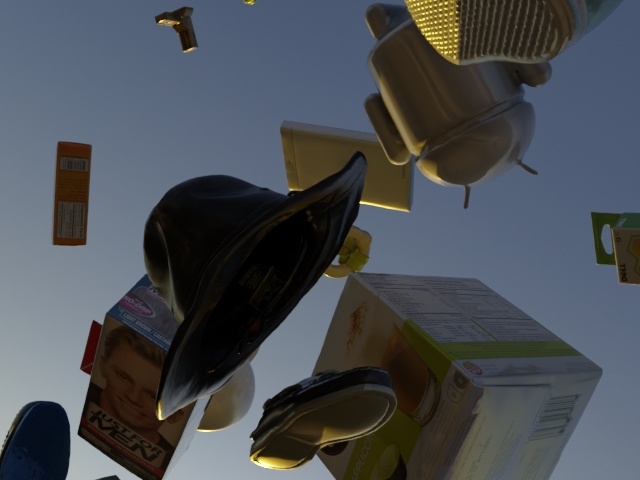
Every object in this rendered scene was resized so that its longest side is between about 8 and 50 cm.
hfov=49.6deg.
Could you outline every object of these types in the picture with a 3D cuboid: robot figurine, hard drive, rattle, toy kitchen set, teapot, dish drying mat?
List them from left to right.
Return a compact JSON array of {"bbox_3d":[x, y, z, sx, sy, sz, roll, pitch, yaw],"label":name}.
[{"bbox_3d":[-0.353,0.168,1.073,0.032,0.008,0.083,23,-78,31],"label":"dish drying mat"},{"bbox_3d":[-0.299,-0.459,1.502,0.068,0.083,0.075,-12,-87,30],"label":"toy kitchen set"},{"bbox_3d":[-0.256,0.300,1.604,0.253,0.256,0.187,9,-68,-14],"label":"teapot"},{"bbox_3d":[0.000,0.000,1.490,0.200,0.142,0.130,-1,-45,-20],"label":"rattle"},{"bbox_3d":[0.074,-0.197,1.855,0.353,0.047,0.233,11,-39,14],"label":"hard drive"},{"bbox_3d":[0.205,-0.233,1.086,0.300,0.200,0.353,-27,-91,39],"label":"robot figurine"}]

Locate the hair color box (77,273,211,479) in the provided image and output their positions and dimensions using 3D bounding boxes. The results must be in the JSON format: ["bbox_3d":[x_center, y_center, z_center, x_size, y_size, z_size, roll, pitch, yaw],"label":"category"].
[{"bbox_3d":[-0.264,0.231,1.085,0.174,0.105,0.347,31,-49,5],"label":"hair color box"}]

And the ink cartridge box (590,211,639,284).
[{"bbox_3d":[0.547,0.015,1.148,0.209,0.062,0.109,5,-59,42],"label":"ink cartridge box"}]

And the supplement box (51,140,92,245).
[{"bbox_3d":[-0.567,-0.104,1.575,0.080,0.233,0.078,5,1,-23],"label":"supplement box"}]

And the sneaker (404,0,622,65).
[{"bbox_3d":[0.224,-0.293,0.816,0.135,0.150,0.366,63,-8,-30],"label":"sneaker"}]

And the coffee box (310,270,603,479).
[{"bbox_3d":[0.210,0.279,1.228,0.334,0.338,0.337,41,-62,48],"label":"coffee box"}]

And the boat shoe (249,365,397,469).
[{"bbox_3d":[-0.004,0.171,0.712,0.081,0.068,0.228,26,-42,-22],"label":"boat shoe"}]

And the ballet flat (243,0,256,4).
[{"bbox_3d":[-0.105,-0.621,1.519,0.231,0.077,0.077,-34,-45,23],"label":"ballet flat"}]

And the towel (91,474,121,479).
[{"bbox_3d":[-0.250,0.265,0.519,0.312,0.324,0.056,-2,-92,54],"label":"towel"}]

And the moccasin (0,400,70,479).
[{"bbox_3d":[-0.510,0.432,1.128,0.117,0.342,0.138,-12,-30,39],"label":"moccasin"}]

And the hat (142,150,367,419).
[{"bbox_3d":[-0.086,0.010,0.660,0.134,0.331,0.331,39,-37,11],"label":"hat"}]
